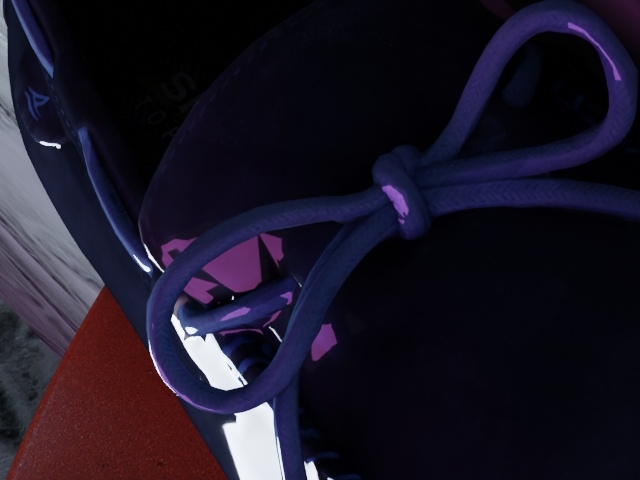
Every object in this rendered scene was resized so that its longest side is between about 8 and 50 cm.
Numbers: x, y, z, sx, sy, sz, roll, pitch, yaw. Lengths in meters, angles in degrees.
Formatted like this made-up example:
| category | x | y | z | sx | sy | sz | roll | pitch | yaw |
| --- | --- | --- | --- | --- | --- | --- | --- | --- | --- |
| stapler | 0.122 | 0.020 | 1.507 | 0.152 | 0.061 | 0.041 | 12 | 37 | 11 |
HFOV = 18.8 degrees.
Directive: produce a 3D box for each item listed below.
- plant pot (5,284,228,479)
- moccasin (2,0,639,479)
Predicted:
| category | x | y | z | sx | sy | sz | roll | pitch | yaw |
| --- | --- | --- | --- | --- | --- | --- | --- | --- | --- |
| plant pot | -0.037 | 0.217 | 1.003 | 0.267 | 0.236 | 0.267 | 18 | 153 | 43 |
| moccasin | 0.000 | 0.000 | 0.447 | 0.342 | 0.137 | 0.117 | 33 | 157 | 46 |
